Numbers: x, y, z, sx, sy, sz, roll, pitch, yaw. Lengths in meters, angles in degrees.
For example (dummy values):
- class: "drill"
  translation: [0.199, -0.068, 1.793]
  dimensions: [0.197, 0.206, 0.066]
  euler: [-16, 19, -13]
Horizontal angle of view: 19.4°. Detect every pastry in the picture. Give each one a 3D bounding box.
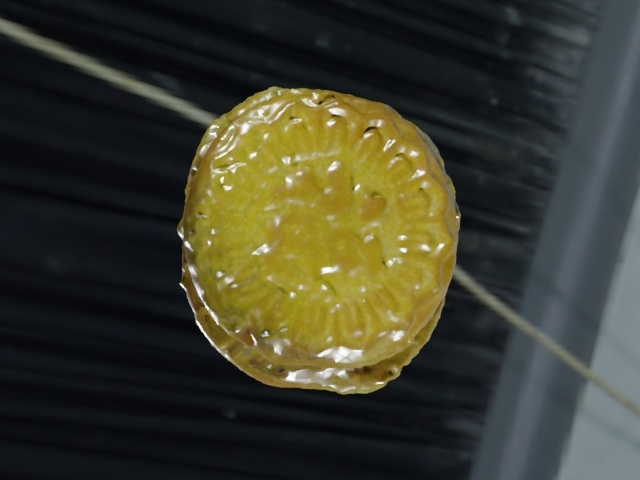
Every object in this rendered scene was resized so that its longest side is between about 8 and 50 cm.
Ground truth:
- class: "pastry"
  translation: [0.000, 0.000, 0.644]
  dimensions: [0.057, 0.097, 0.109]
  euler: [131, 116, -77]
